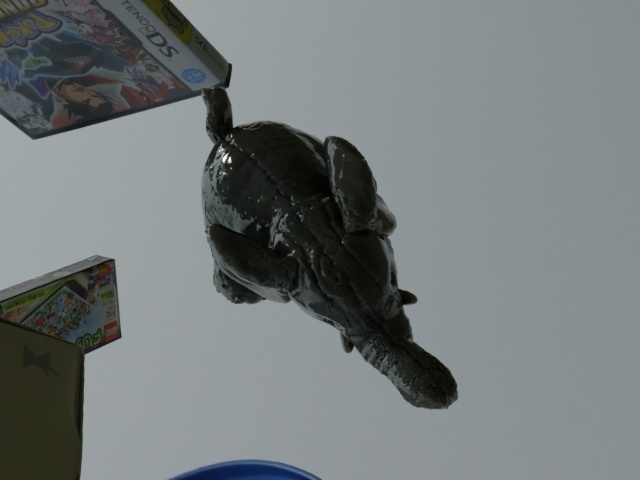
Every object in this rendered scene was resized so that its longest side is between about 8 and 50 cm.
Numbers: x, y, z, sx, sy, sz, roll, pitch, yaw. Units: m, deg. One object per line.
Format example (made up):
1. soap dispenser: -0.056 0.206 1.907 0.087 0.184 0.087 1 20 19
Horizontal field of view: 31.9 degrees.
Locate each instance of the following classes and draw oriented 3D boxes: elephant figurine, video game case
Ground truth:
1. elephant figurine: 0.000 0.000 0.843 0.186 0.169 0.239 11 -168 -19
2. video game case: -0.271 -0.205 1.149 0.275 0.248 0.035 -11 -122 27

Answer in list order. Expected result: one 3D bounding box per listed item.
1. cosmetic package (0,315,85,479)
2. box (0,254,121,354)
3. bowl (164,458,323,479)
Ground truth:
1. cosmetic package: -0.256 0.174 0.612 0.129 0.296 0.153 25 -144 -28
2. box: -0.337 0.100 1.398 0.036 0.114 0.207 10 -159 34
3. bowl: -0.101 0.366 0.907 0.077 0.391 0.391 51 -154 -37
